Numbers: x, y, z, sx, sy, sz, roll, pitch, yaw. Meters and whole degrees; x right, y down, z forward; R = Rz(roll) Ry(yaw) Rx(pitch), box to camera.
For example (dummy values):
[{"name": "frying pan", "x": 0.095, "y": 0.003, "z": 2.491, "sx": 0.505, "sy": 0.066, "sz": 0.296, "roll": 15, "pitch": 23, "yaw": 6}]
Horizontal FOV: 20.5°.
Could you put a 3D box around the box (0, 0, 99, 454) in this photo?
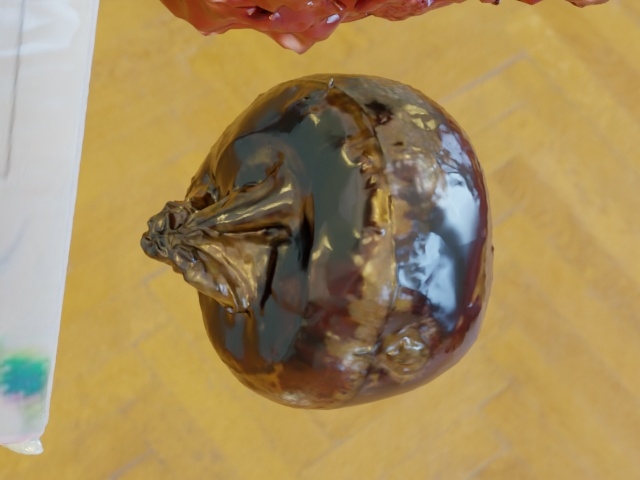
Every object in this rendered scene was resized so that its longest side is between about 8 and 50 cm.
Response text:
[{"name": "box", "x": -0.158, "y": -0.082, "z": 0.390, "sx": 0.203, "sy": 0.274, "sz": 0.116, "roll": -3, "pitch": 35, "yaw": -23}]

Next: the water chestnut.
[{"name": "water chestnut", "x": 0.000, "y": 0.000, "z": 1.138, "sx": 0.238, "sy": 0.223, "sz": 0.224, "roll": 3, "pitch": 57, "yaw": -39}]

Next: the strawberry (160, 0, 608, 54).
[{"name": "strawberry", "x": 0.012, "y": -0.109, "z": 0.555, "sx": 0.236, "sy": 0.111, "sz": 0.190, "roll": 20, "pitch": 30, "yaw": 21}]
